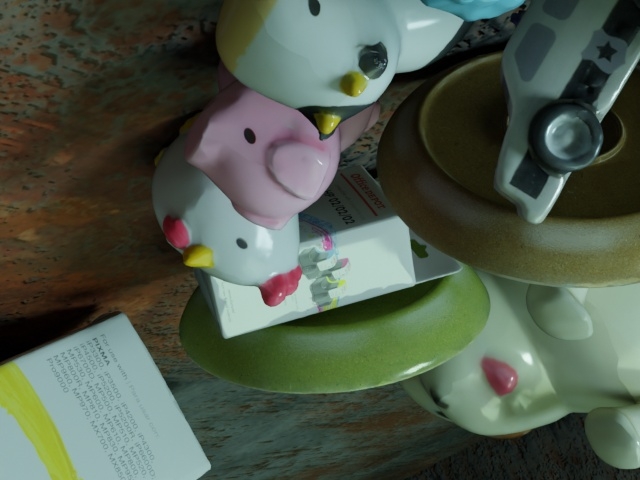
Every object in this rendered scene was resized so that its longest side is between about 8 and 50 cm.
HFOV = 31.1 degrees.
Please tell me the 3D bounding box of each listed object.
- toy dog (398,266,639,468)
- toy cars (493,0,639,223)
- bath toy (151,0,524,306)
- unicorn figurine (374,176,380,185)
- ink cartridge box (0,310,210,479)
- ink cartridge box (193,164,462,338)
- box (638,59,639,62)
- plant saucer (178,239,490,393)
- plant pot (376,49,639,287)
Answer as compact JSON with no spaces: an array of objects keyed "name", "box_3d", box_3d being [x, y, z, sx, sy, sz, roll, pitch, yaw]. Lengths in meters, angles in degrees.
[{"name":"toy dog","box_3d":[0.243,0.025,1.037,0.408,0.395,0.284,-28,116,12]},{"name":"toy cars","box_3d":[0.161,-0.172,0.541,0.176,0.087,0.393,-54,172,-44]},{"name":"bath toy","box_3d":[-0.008,-0.072,0.634,0.151,0.129,0.348,-12,158,-31]},{"name":"unicorn figurine","box_3d":[0.096,-0.049,0.918,0.162,0.060,0.111,-28,161,11]},{"name":"ink cartridge box","box_3d":[-0.303,0.217,0.838,0.279,0.160,0.385,-31,177,28]},{"name":"ink cartridge box","box_3d":[0.000,0.000,0.835,0.181,0.104,0.061,-15,118,-11]},{"name":"box","box_3d":[0.262,-0.145,0.823,0.028,0.081,0.136,1,149,-49]},{"name":"plant saucer","box_3d":[0.008,0.038,0.880,0.241,0.241,0.037,-16,117,-20]},{"name":"plant pot","box_3d":[0.154,-0.062,0.734,0.236,0.236,0.032,-18,135,-17]}]
